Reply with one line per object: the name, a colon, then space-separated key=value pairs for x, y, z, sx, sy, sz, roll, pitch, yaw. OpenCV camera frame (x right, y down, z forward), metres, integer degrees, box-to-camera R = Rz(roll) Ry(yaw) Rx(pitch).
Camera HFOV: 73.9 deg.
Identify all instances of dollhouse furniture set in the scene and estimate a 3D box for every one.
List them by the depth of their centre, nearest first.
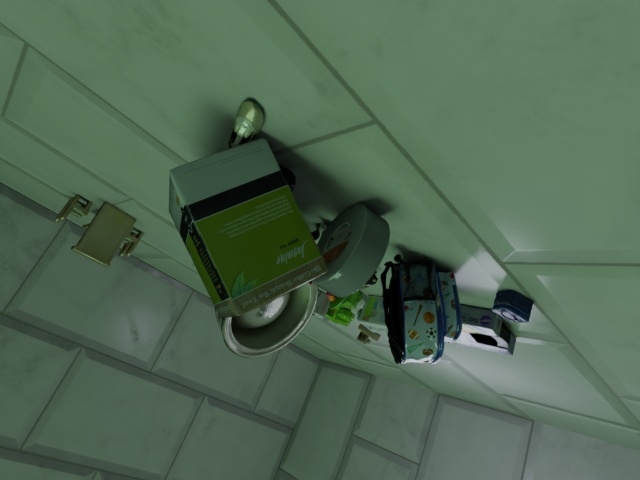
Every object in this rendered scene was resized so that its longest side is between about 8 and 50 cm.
dollhouse furniture set: x=0.188 y=0.362 z=1.845 sx=0.123 sy=0.144 sz=0.151 roll=34 pitch=172 yaw=-12
dollhouse furniture set: x=-1.096 y=-0.021 z=2.093 sx=0.362 sy=0.257 sz=0.394 roll=38 pitch=155 yaw=-32

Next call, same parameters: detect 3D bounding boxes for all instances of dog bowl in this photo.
dog bowl: x=-0.210 y=0.225 z=1.586 sx=0.150 sy=0.408 sz=0.408 roll=34 pitch=171 yaw=42

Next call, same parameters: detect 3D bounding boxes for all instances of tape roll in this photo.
tape roll: x=0.064 y=0.022 z=1.008 sx=0.072 sy=0.219 sz=0.219 roll=33 pitch=157 yaw=-21

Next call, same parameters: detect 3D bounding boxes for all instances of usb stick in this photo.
usb stick: x=-0.119 y=-0.117 z=1.112 sx=0.077 sy=0.045 sz=0.278 roll=27 pitch=160 yaw=-4

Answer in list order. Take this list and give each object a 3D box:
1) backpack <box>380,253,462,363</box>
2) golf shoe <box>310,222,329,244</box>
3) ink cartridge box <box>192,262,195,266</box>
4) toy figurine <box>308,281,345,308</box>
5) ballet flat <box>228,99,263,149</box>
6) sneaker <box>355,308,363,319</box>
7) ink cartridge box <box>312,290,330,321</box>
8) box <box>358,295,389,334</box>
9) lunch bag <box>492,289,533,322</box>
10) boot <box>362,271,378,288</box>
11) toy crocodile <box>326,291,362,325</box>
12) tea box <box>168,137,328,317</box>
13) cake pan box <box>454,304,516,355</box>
backpack: x=0.271 y=0.207 z=1.177 sx=0.213 sy=0.264 sz=0.277 roll=2 pitch=155 yaw=10
golf shoe: x=0.000 y=0.000 z=1.247 sx=0.085 sy=0.068 sz=0.186 roll=30 pitch=150 yaw=-6
ink cartridge box: x=-0.533 y=0.101 z=2.018 sx=0.090 sy=0.092 sz=0.143 roll=36 pitch=158 yaw=-30
toy figurine: x=0.028 y=0.138 z=1.511 sx=0.159 sy=0.130 sz=0.173 roll=38 pitch=135 yaw=-11
ballet flat: x=-0.157 y=-0.225 z=0.880 sx=0.057 sy=0.052 sz=0.168 roll=29 pitch=158 yaw=-10
sneaker: x=0.194 y=0.304 z=1.706 sx=0.059 sy=0.053 sz=0.144 roll=39 pitch=-156 yaw=30
ink cartridge box: x=-0.020 y=0.274 z=1.872 sx=0.180 sy=0.104 sz=0.060 roll=25 pitch=158 yaw=-4
box: x=0.261 y=0.283 z=1.576 sx=0.203 sy=0.114 sz=0.103 roll=0 pitch=148 yaw=47
lunch bag: x=0.506 y=0.178 z=1.128 sx=0.098 sy=0.065 sz=0.067 roll=27 pitch=159 yaw=-10
boot: x=0.112 y=0.074 z=1.292 sx=0.178 sy=0.085 sz=0.236 roll=20 pitch=151 yaw=-24
toy crocodile: x=0.093 y=0.264 z=1.709 sx=0.105 sy=0.115 sz=0.340 roll=23 pitch=160 yaw=4
tea box: x=-0.190 y=-0.006 z=1.000 sx=0.324 sy=0.219 sz=0.329 roll=65 pitch=158 yaw=1
cake pan box: x=0.492 y=0.289 z=1.414 sx=0.266 sy=0.070 sz=0.245 roll=4 pitch=154 yaw=40
